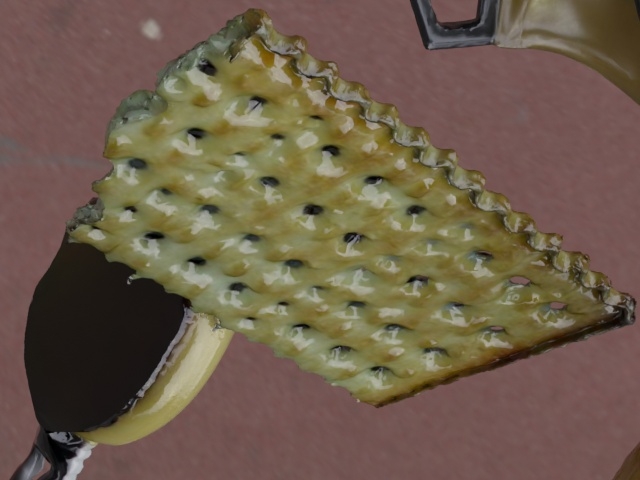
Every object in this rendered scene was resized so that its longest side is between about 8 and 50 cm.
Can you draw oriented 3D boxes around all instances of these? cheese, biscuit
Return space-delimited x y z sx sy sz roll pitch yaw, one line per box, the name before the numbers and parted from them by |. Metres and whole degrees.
cheese | -0.091 0.060 0.790 0.036 0.086 0.162 -3 133 -49
biscuit | 0.000 0.001 0.678 0.203 0.144 0.016 32 49 -35

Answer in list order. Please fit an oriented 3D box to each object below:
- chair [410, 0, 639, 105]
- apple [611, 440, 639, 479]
chair | 0.105 -0.162 0.839 0.172 0.159 0.247 -6 95 -31
apple | 0.209 0.166 0.553 0.179 0.346 0.254 -11 111 -53
